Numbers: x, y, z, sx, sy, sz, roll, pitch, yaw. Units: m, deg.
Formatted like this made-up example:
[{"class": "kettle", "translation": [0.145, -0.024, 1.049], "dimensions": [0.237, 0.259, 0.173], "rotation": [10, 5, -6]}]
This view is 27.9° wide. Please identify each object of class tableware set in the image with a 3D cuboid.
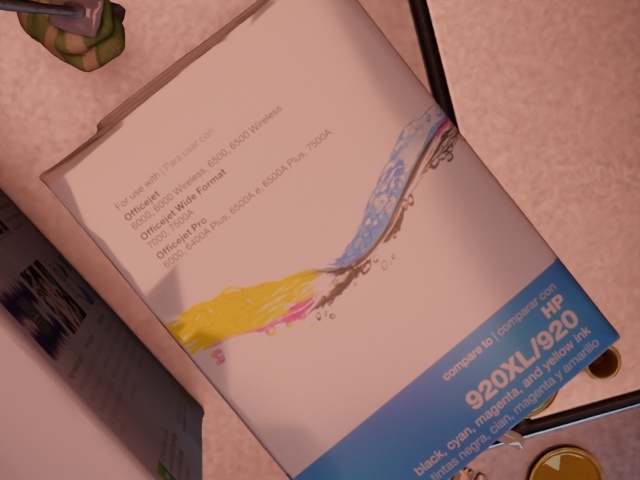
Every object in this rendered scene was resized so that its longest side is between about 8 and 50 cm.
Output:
[{"class": "tableware set", "translation": [0.129, 0.127, 0.768], "dimensions": [0.104, 0.024, 0.154], "rotation": [25, 93, -7]}]

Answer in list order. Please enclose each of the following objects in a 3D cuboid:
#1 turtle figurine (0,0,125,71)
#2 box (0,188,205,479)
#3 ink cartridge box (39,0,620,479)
[{"class": "turtle figurine", "translation": [-0.090, -0.192, 0.600], "dimensions": [0.266, 0.274, 0.198], "rotation": [-16, 79, -25]}, {"class": "box", "translation": [-0.181, 0.011, 0.626], "dimensions": [0.058, 0.232, 0.322], "rotation": [-40, 97, 0]}, {"class": "ink cartridge box", "translation": [0.000, 0.000, 0.670], "dimensions": [0.168, 0.171, 0.233], "rotation": [-39, 98, 0]}]
